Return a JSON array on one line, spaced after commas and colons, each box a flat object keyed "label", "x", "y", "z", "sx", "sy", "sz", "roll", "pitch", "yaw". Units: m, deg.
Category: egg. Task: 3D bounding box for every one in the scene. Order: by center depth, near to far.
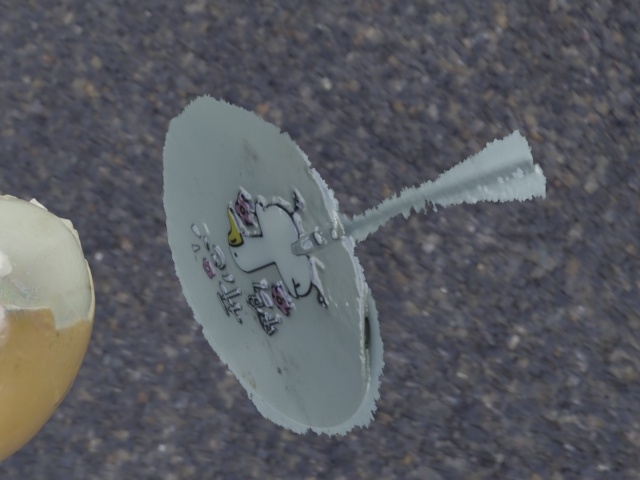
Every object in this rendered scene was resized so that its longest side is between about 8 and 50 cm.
[{"label": "egg", "x": -0.282, "y": 0.072, "z": 1.196, "sx": 0.201, "sy": 0.201, "sz": 0.244, "roll": 17, "pitch": 83, "yaw": 29}]

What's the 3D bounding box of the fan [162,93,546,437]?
[{"label": "fan", "x": -0.001, "y": 0.000, "z": 0.904, "sx": 0.414, "sy": 0.012, "sz": 0.233, "roll": -27, "pitch": 89, "yaw": 59}]
